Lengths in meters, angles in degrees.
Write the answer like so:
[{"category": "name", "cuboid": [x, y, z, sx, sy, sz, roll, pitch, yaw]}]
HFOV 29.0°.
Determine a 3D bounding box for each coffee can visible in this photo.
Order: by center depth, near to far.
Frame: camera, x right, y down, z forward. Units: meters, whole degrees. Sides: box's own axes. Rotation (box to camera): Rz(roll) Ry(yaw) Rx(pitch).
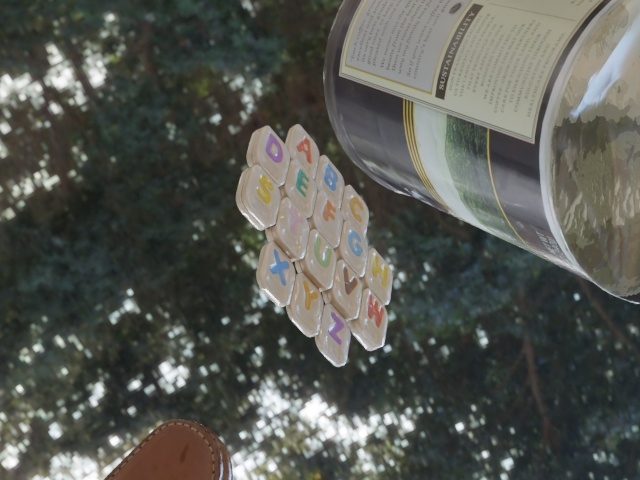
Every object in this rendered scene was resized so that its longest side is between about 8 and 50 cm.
[{"category": "coffee can", "cuboid": [0.151, -0.095, 0.814, 0.201, 0.201, 0.275, -35, -152, -13]}]

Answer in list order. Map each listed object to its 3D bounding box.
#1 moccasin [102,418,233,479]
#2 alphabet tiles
[{"category": "moccasin", "cuboid": [-0.212, 0.288, 0.956, 0.380, 0.147, 0.139, -44, -127, -17]}, {"category": "alphabet tiles", "cuboid": [0.000, 0.000, 1.479, 0.021, 0.284, 0.278, -23, -145, 29]}]
